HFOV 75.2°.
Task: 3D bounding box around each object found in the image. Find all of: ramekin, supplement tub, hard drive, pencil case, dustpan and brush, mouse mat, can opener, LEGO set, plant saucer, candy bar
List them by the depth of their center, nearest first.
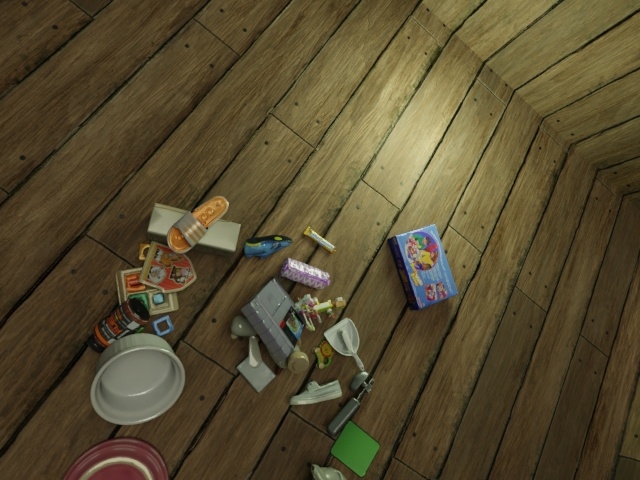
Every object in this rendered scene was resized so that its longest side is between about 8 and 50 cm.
[{"bbox_3d":[-0.663,0.820,1.339,0.331,0.084,0.333,4,79,-21],"label":"plant saucer"},{"bbox_3d":[-0.597,0.442,1.362,0.276,0.135,0.278,-10,112,-26],"label":"ramekin"},{"bbox_3d":[-0.683,0.292,1.400,0.197,0.106,0.106,-39,96,2],"label":"supplement tub"},{"bbox_3d":[-0.249,0.503,1.599,0.094,0.022,0.135,-42,96,-23],"label":"hard drive"},{"bbox_3d":[-0.001,0.294,1.663,0.286,0.132,0.107,18,41,-53],"label":"LEGO set"},{"bbox_3d":[0.144,0.849,1.696,0.189,0.007,0.153,43,68,-10],"label":"mouse mat"},{"bbox_3d":[0.115,0.660,1.701,0.095,0.076,0.283,37,65,24],"label":"can opener"},{"bbox_3d":[-0.066,0.137,1.709,0.205,0.088,0.087,20,75,-18],"label":"pencil case"},{"bbox_3d":[0.121,0.446,1.731,0.147,0.060,0.211,-27,94,-33],"label":"dustpan and brush"},{"bbox_3d":[0.000,0.000,1.801,0.161,0.018,0.040,36,69,-11],"label":"candy bar"}]

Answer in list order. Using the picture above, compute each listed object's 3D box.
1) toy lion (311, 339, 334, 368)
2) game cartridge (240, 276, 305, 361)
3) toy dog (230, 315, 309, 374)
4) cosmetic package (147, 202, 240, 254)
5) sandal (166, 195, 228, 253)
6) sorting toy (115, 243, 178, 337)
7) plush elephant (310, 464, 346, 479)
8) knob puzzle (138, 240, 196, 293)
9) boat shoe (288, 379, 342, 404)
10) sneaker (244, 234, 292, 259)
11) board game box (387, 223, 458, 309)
[{"bbox_3d":[0.017,0.466,1.711,0.095,0.034,0.100,-12,84,-31],"label":"toy lion"},{"bbox_3d":[-0.155,0.274,1.523,0.068,0.355,0.230,-38,93,12],"label":"game cartridge"},{"bbox_3d":[-0.205,0.406,1.566,0.333,0.220,0.161,37,101,-4],"label":"toy dog"},{"bbox_3d":[-0.470,-0.030,1.543,0.308,0.160,0.113,14,74,-20],"label":"cosmetic package"},{"bbox_3d":[-0.424,-0.072,1.442,0.102,0.076,0.265,44,66,-7],"label":"sandal"},{"bbox_3d":[-0.624,0.179,1.500,0.195,0.047,0.349,-9,83,-23],"label":"sorting toy"},{"bbox_3d":[-0.004,0.953,1.503,0.329,0.256,0.272,-26,135,7],"label":"plush elephant"},{"bbox_3d":[-0.544,0.104,1.523,0.213,0.030,0.214,21,53,-30],"label":"knob puzzle"},{"bbox_3d":[-0.023,0.598,1.648,0.227,0.079,0.081,-2,71,-27],"label":"boat shoe"},{"bbox_3d":[-0.212,0.028,1.694,0.209,0.069,0.082,-8,116,-32],"label":"sneaker"},{"bbox_3d":[0.476,0.122,1.933,0.233,0.078,0.348,-15,85,-24],"label":"board game box"}]
